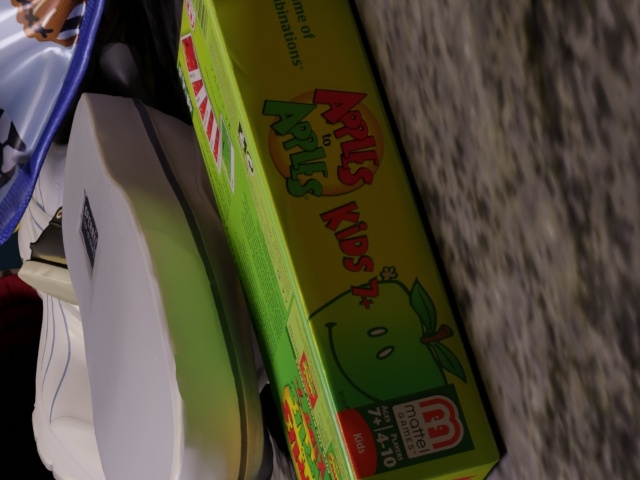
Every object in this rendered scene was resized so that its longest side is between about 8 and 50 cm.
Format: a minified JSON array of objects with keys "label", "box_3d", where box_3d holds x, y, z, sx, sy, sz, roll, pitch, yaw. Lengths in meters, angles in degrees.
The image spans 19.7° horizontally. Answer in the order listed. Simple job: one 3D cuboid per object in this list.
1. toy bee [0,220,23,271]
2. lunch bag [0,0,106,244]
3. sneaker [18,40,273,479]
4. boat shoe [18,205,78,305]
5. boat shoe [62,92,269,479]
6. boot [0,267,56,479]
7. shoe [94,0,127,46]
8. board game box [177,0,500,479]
[{"label":"toy bee","box_3d":[-0.232,-0.011,1.130,0.298,0.195,0.162,28,-127,-74]},{"label":"lunch bag","box_3d":[-0.225,-0.215,0.873,0.328,0.239,0.385,-120,24,-55]},{"label":"sneaker","box_3d":[-0.098,0.015,0.904,0.297,0.111,0.129,-118,24,-46]},{"label":"boat shoe","box_3d":[-0.072,0.016,0.807,0.133,0.042,0.049,16,162,30]},{"label":"boat shoe","box_3d":[-0.043,0.014,0.692,0.258,0.084,0.095,-110,30,-55]},{"label":"boot","box_3d":[-0.123,0.222,0.982,0.377,0.138,0.284,-108,12,-48]},{"label":"shoe","box_3d":[-0.132,-0.113,1.045,0.058,0.076,0.219,33,163,-3]},{"label":"board game box","box_3d":[0.000,0.000,0.574,0.092,0.043,0.181,106,149,-68]}]
